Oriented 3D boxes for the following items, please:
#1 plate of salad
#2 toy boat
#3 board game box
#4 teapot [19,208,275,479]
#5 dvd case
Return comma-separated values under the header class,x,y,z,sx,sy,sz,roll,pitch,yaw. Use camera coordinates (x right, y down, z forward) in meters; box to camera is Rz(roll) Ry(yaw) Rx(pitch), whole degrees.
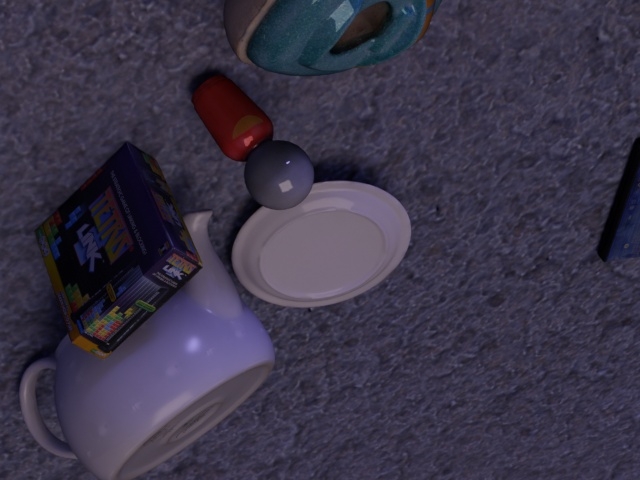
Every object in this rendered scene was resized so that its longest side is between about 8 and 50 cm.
class,x,y,z,sx,sy,sz,roll,pitch,yaw
plate of salad,0.000,0.000,1.729,0.200,0.048,0.200,-8,138,-7
toy boat,0.003,-0.173,1.460,0.267,0.148,0.318,-20,156,-51
board game box,-0.200,0.008,1.541,0.141,0.170,0.048,-44,134,15
teapot,-0.188,0.121,1.656,0.256,0.187,0.252,-35,167,-17
dvd case,0.472,-0.061,1.934,0.253,0.022,0.180,-8,133,-21
